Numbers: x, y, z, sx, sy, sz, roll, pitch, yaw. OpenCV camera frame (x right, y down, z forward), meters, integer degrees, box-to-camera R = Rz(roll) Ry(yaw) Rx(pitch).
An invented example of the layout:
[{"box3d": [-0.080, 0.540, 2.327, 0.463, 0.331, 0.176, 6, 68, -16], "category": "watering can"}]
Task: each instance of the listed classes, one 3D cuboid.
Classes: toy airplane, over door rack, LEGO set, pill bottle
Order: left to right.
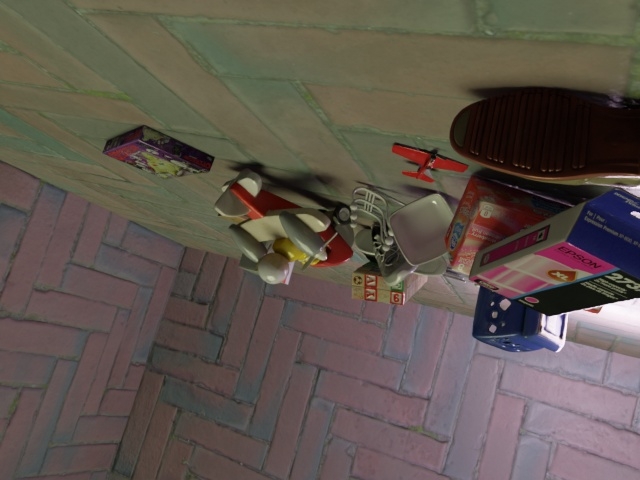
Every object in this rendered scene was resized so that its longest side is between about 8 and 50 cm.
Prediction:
[{"box3d": [-0.120, -0.021, 1.690, 0.384, 0.273, 0.386, 12, 166, 15], "category": "toy airplane"}, {"box3d": [0.000, 0.000, 1.974, 0.121, 0.121, 0.216, 22, 159, -29], "category": "pill bottle"}, {"box3d": [0.227, -0.029, 1.563, 0.324, 0.108, 0.239, 16, 171, 5], "category": "over door rack"}, {"box3d": [0.199, -0.143, 1.189, 0.151, 0.028, 0.151, 15, 170, 3], "category": "toy airplane"}, {"box3d": [0.552, 0.135, 2.195, 0.244, 0.060, 0.182, 17, -177, 5], "category": "LEGO set"}]

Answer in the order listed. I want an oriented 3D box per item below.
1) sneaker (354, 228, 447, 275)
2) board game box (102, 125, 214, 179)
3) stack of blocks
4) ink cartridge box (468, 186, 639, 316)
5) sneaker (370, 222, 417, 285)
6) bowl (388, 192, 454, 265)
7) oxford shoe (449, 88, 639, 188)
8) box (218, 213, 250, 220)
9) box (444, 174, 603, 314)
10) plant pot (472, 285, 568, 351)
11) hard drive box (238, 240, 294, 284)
[{"box3d": [0.257, 0.042, 1.959, 0.295, 0.105, 0.147, 18, 175, 12], "category": "sneaker"}, {"box3d": [-0.461, -0.238, 1.732, 0.208, 0.056, 0.346, 27, 166, -31], "category": "board game box"}, {"box3d": [0.235, 0.121, 2.046, 0.171, 0.087, 0.297, 6, -167, 24], "category": "stack of blocks"}, {"box3d": [0.392, 0.035, 0.947, 0.175, 0.069, 0.371, 25, 159, -7], "category": "ink cartridge box"}, {"box3d": [0.187, 0.036, 1.750, 0.115, 0.105, 0.281, 49, -174, -20], "category": "sneaker"}, {"box3d": [0.237, -0.028, 1.410, 0.142, 0.142, 0.053, -26, -170, 8], "category": "bowl"}, {"box3d": [0.347, -0.116, 0.820, 0.348, 0.123, 0.130, 12, 172, 26], "category": "oxford shoe"}, {"box3d": [-0.291, -0.074, 2.443, 0.201, 0.021, 0.164, 20, 170, -22], "category": "box"}, {"box3d": [0.406, 0.007, 1.177, 0.299, 0.154, 0.142, 16, -155, -3], "category": "box"}, {"box3d": [0.648, 0.230, 1.970, 0.236, 0.236, 0.212, 25, 162, -38], "category": "plant pot"}, {"box3d": [-0.153, 0.008, 2.038, 0.089, 0.232, 0.181, 11, 169, 33], "category": "hard drive box"}]
